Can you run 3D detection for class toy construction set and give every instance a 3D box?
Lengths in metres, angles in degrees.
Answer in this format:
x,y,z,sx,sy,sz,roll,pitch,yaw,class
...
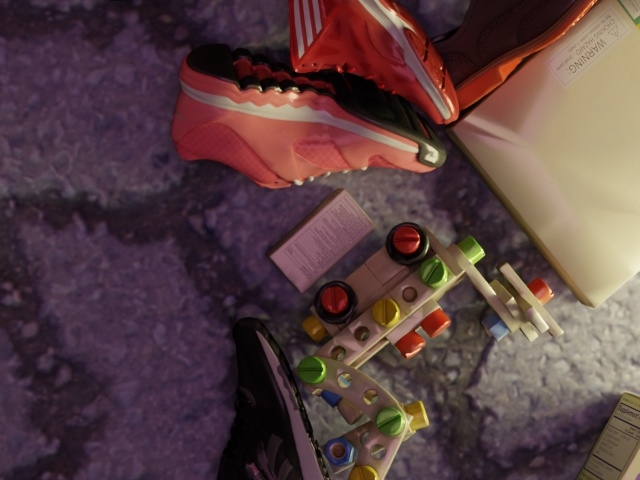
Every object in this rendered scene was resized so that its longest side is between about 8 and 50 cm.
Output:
x,y,z,sx,sy,sz,roll,pitch,yaw,class
0.107,0.111,1.608,0.328,0.151,0.215,-35,74,-14,toy construction set

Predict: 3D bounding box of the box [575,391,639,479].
x,y,z,sx,sy,sz,roll,pitch,yaw,class
0.399,0.335,1.686,0.214,0.117,0.243,29,89,-10,box

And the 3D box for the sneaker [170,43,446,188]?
x,y,z,sx,sy,sz,roll,pitch,yaw,class
-0.018,-0.115,1.614,0.314,0.116,0.136,14,120,-16,sneaker

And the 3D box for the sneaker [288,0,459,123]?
x,y,z,sx,sy,sz,roll,pitch,yaw,class
0.047,-0.196,1.580,0.128,0.087,0.221,-31,107,20,sneaker

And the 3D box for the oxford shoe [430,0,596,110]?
x,y,z,sx,sy,sz,roll,pitch,yaw,class
0.217,-0.252,1.581,0.271,0.097,0.098,-39,95,30,oxford shoe

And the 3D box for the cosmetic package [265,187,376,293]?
x,y,z,sx,sy,sz,roll,pitch,yaw,class
0.000,0.000,1.639,0.115,0.041,0.060,-41,99,-5,cosmetic package

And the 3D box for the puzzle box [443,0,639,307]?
x,y,z,sx,sy,sz,roll,pitch,yaw,class
0.379,-0.153,1.689,0.409,0.052,0.272,-40,98,-6,puzzle box

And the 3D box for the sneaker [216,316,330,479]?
x,y,z,sx,sy,sz,roll,pitch,yaw,class
-0.067,0.229,1.613,0.124,0.107,0.283,-19,96,-2,sneaker
